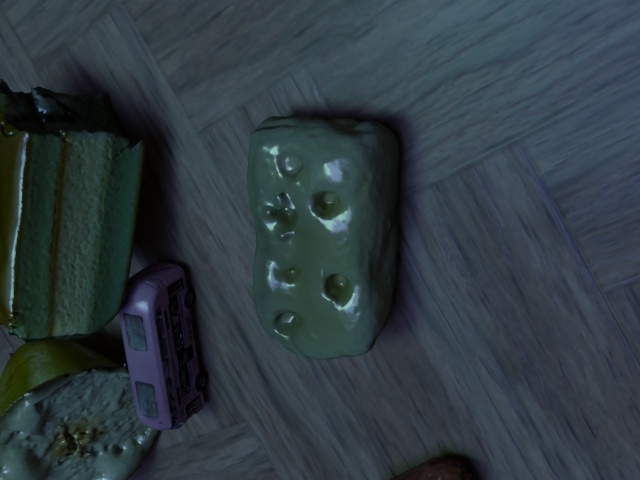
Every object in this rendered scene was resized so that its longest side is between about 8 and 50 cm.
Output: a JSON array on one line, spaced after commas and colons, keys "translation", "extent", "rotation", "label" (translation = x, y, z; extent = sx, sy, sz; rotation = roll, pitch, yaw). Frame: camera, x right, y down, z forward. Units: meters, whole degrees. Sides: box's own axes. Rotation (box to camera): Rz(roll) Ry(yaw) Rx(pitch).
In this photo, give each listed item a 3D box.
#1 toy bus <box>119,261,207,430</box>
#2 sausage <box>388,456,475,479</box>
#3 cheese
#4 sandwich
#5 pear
[{"translation": [-0.193, 0.131, 1.169], "extent": [0.063, 0.090, 0.203], "rotation": [6, 115, 28], "label": "toy bus"}, {"translation": [0.112, 0.291, 1.071], "extent": [0.141, 0.076, 0.076], "rotation": [-33, 93, 36], "label": "sausage"}, {"translation": [-0.001, 0.001, 0.997], "extent": [0.159, 0.093, 0.263], "rotation": [11, 117, 28], "label": "cheese"}, {"translation": [-0.287, -0.040, 1.063], "extent": [0.198, 0.155, 0.227], "rotation": [-54, 53, 36], "label": "sandwich"}, {"translation": [-0.344, 0.222, 1.258], "extent": [0.178, 0.266, 0.267], "rotation": [47, 134, 44], "label": "pear"}]
